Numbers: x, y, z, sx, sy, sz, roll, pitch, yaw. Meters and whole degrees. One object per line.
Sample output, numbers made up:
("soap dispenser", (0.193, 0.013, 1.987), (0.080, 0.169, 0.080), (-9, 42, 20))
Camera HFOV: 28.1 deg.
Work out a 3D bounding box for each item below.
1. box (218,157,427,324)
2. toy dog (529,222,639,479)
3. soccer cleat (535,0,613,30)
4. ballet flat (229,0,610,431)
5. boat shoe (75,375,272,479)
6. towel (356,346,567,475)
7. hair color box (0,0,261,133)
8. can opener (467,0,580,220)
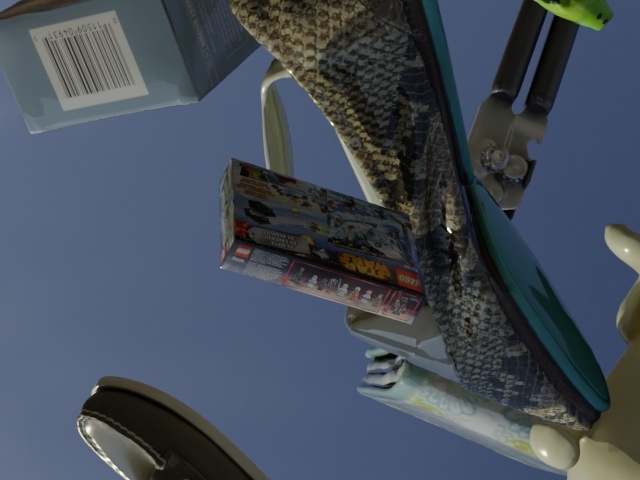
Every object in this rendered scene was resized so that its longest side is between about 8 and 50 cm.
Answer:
("box", (0.000, 0.000, 0.849), (0.094, 0.137, 0.027), (-97, -151, -53))
("toy dog", (0.373, 0.233, 1.365), (0.284, 0.395, 0.408), (28, -87, 31))
("soccer cleat", (0.208, -0.252, 1.203), (0.060, 0.072, 0.179), (-48, -136, 15))
("ballet flat", (0.069, -0.021, 0.986), (0.182, 0.483, 0.164), (-21, -148, 12))
("boat shoe", (-0.091, 0.223, 1.042), (0.305, 0.109, 0.091), (34, -124, 17))
("towel", (0.226, 0.232, 1.778), (0.374, 0.320, 0.090), (144, -32, -81))
("hair color box", (-0.128, -0.239, 1.219), (0.185, 0.114, 0.374), (-7, -154, 27))
("can opener", (0.209, -0.154, 1.346), (0.093, 0.074, 0.280), (110, 0, -77))
